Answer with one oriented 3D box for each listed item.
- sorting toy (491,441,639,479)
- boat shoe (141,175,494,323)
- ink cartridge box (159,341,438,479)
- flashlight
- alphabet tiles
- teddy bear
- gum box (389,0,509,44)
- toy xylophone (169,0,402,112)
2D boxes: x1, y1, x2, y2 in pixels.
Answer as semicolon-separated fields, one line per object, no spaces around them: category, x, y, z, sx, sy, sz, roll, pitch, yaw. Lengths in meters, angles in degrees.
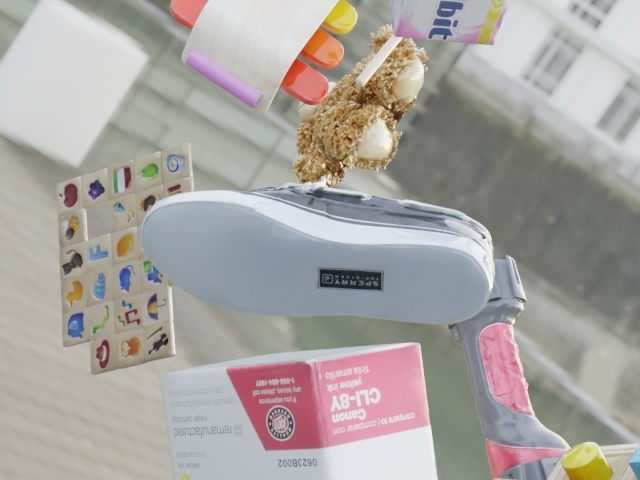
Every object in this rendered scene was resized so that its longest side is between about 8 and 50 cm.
sorting toy;0.250;0.221;1.595;0.196;0.347;0.047;-44;115;-44
boat shoe;0.001;-0.004;1.606;0.306;0.113;0.105;3;31;5
ink cartridge box;-0.012;0.315;1.977;0.160;0.385;0.279;-7;-2;-41
flashlight;0.217;0.163;2.049;0.103;0.103;0.304;-2;63;-15
alphabet tiles;-0.218;0.026;2.068;0.009;0.198;0.237;18;62;-54
teddy bear;0.041;-0.166;2.344;0.113;0.245;0.338;25;10;-9
gum box;0.142;-0.286;1.827;0.107;0.188;0.062;4;49;-12
toy xylophone;-0.005;-0.275;2.074;0.236;0.323;0.081;40;-29;8
